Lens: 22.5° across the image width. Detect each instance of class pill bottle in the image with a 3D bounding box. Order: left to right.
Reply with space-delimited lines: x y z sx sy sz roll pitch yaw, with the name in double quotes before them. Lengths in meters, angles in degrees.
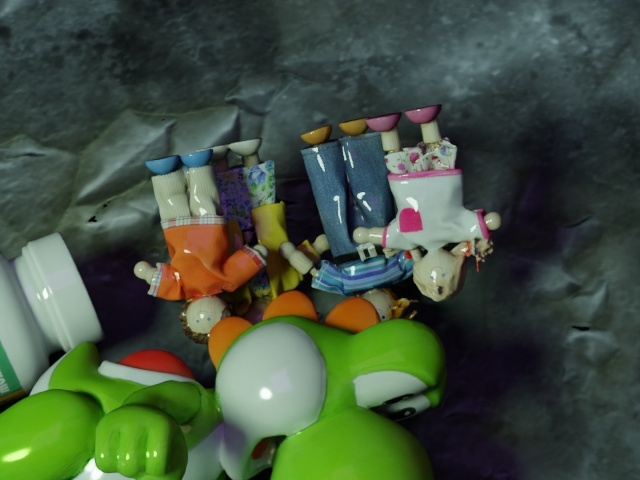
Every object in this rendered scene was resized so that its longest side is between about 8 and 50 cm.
"pill bottle" -0.267 0.073 1.154 0.208 0.117 0.118 -23 62 -10

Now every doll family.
"doll family" 0.000 0.000 1.172 0.263 0.118 0.163 -11 95 5

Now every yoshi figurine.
"yoshi figurine" -0.079 0.164 1.049 0.362 0.203 0.203 -17 99 0
